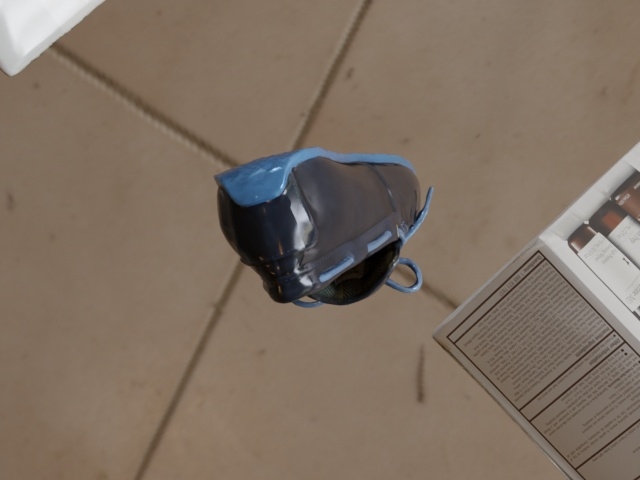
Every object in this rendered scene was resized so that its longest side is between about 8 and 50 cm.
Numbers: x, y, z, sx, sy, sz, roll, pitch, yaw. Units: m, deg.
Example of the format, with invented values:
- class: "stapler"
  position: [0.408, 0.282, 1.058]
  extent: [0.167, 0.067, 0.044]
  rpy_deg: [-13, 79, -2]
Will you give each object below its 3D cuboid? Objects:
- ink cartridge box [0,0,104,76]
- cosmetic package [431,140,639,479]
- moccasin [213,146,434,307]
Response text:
- class: "ink cartridge box"
  position: [-0.104, -0.230, 0.504]
  extent: [0.275, 0.239, 0.060]
  rpy_deg: [53, 161, -18]
- class: "cosmetic package"
  position: [0.140, 0.006, 0.536]
  extent: [0.099, 0.239, 0.060]
  rpy_deg: [48, 127, 4]
- class: "moccasin"
  position: [0.000, 0.000, 1.179]
  extent: [0.138, 0.342, 0.117]
  rpy_deg: [-17, 86, 22]
